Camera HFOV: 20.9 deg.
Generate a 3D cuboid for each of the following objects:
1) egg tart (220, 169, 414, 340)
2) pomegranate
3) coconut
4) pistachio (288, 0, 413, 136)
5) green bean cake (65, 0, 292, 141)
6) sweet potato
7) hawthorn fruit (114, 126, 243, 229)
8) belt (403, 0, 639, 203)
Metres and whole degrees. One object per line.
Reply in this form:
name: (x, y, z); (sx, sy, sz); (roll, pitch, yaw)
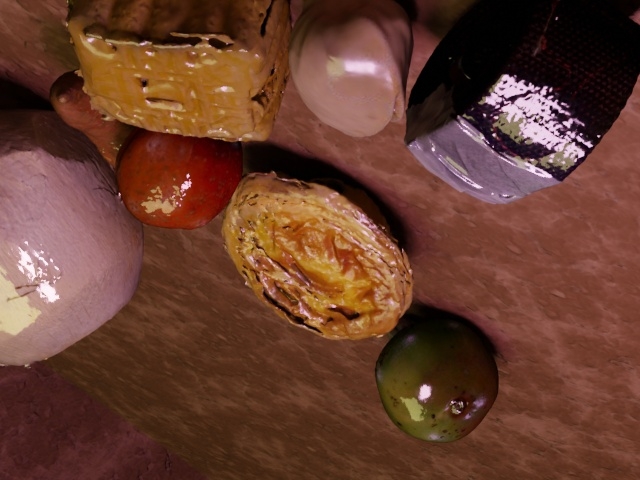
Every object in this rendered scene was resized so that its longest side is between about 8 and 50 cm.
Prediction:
egg tart: (0.000, 0.000, 2.264); (0.297, 0.132, 0.297); (20, 142, 16)
pomegranate: (0.151, 0.183, 2.450); (0.180, 0.180, 0.210); (47, -179, -41)
coconut: (-0.437, -0.025, 2.433); (0.346, 0.346, 0.360); (-7, 120, 56)
pistachio: (0.031, -0.181, 1.779); (0.152, 0.126, 0.223); (59, 168, 6)
green bean cake: (-0.152, -0.207, 1.877); (0.229, 0.131, 0.224); (8, 155, 7)
sweet potato: (-0.258, -0.151, 2.255); (0.354, 0.095, 0.106); (43, -159, -58)
hawthorn fruit: (-0.169, -0.111, 2.166); (0.157, 0.194, 0.157); (18, -156, -8)
belt: (0.193, -0.134, 1.629); (0.164, 0.184, 0.289); (28, 165, -13)
